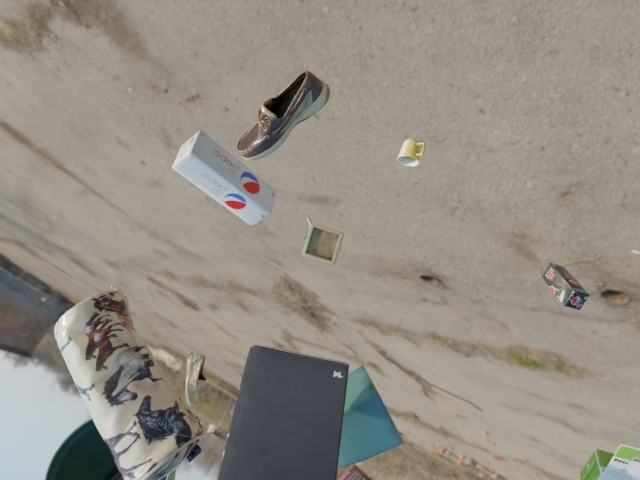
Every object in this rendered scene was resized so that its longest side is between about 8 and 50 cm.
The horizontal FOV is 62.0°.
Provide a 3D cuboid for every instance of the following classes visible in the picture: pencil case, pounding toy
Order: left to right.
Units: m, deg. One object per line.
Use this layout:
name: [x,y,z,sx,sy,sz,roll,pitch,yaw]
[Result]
pencil case: [-0.399,0.291,1.108,0.410,0.184,0.160,54,159,18]
pounding toy: [0.000,0.000,1.771,0.141,0.130,0.100,17,178,6]

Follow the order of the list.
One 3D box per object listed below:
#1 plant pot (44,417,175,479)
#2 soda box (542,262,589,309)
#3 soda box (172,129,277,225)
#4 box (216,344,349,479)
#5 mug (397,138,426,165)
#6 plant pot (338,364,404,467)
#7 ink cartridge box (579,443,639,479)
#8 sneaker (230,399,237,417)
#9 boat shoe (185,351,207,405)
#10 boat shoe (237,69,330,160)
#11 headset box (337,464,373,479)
plant pot: [-0.484,0.593,1.301,0.293,0.293,0.196,20,140,22]
soda box: [0.724,0.134,1.582,0.053,0.060,0.169,16,-156,-8]
soda box: [-0.195,-0.125,1.109,0.069,0.073,0.216,-28,128,36]
box: [-0.079,0.410,0.915,0.179,0.343,0.312,12,141,-2]
mug: [0.262,-0.252,1.510,0.078,0.064,0.062,8,162,21]
plant pot: [0.061,0.476,1.386,0.165,0.234,0.165,62,179,-14]
ink cartridge box: [0.938,0.693,1.615,0.189,0.097,0.255,14,120,7]
sneaker: [-0.217,0.468,1.590,0.071,0.188,0.066,30,-157,-48]
boat shoe: [-0.379,0.429,1.637,0.059,0.169,0.063,3,-169,3]
boat shoe: [-0.135,-0.369,1.563,0.342,0.123,0.123,-33,146,24]
headset box: [0.156,0.777,1.499,0.218,0.110,0.293,53,164,-4]
